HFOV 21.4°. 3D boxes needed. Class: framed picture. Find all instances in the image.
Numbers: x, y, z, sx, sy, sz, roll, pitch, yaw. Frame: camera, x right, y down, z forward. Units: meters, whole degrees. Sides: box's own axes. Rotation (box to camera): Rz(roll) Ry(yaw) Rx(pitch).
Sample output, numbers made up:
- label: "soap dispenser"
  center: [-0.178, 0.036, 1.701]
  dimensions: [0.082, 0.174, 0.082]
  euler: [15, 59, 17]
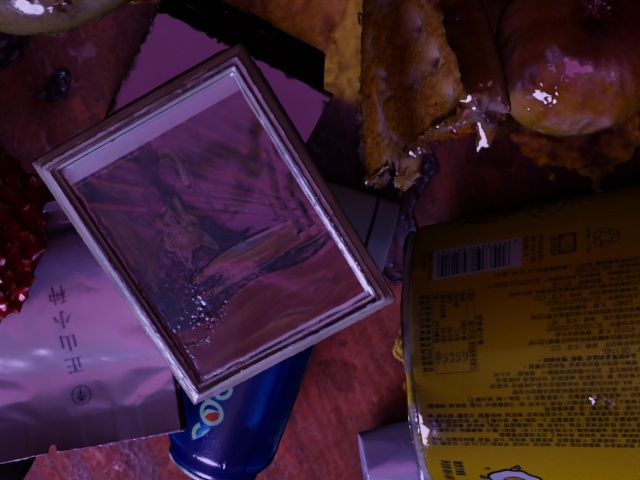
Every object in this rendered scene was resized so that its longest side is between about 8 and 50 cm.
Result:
- label: "framed picture"
  center: [-0.091, -0.007, 1.477]
  dimensions: [0.216, 0.016, 0.273]
  euler: [-29, 107, 10]

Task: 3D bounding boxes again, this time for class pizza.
- label: "pizza"
  center: [0.102, -0.138, 1.521]
  dimensions: [0.074, 0.251, 0.287]
  euler: [-7, 119, -16]

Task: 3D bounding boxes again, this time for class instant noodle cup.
- label: "instant noodle cup"
  center: [0.218, 0.101, 1.577]
  dimensions: [0.254, 0.325, 0.325]
  euler: [-5, 110, 11]

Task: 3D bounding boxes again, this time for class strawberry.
- label: "strawberry"
  center: [-0.383, -0.005, 1.573]
  dimensions: [0.234, 0.178, 0.234]
  euler: [-1, 82, 7]

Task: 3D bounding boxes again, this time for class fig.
- label: "fig"
  center: [0.210, -0.146, 1.542]
  dimensions: [0.159, 0.257, 0.159]
  euler: [7, 67, -17]

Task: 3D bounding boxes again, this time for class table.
- label: "table"
  center: [-0.098, -0.126, 1.546]
  dimensions: [0.169, 0.193, 0.172]
  euler: [26, 108, -8]

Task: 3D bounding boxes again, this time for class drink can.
- label: "drink can"
  center: [-0.077, 0.138, 1.681]
  dimensions: [0.118, 0.118, 0.205]
  euler: [18, 108, -6]

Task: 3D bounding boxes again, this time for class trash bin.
- label: "trash bin"
  center: [0.000, 0.000, 1.643]
  dimensions: [0.130, 0.059, 0.116]
  euler: [18, 75, -4]

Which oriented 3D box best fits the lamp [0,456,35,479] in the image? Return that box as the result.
- label: "lamp"
  center: [-0.420, 0.212, 1.697]
  dimensions: [0.227, 0.147, 0.172]
  euler: [34, 88, -8]

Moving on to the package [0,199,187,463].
- label: "package"
  center: [-0.245, 0.081, 1.670]
  dimensions: [0.204, 0.062, 0.251]
  euler: [-10, 84, 5]

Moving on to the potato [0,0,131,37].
- label: "potato"
  center: [-0.209, -0.300, 1.485]
  dimensions: [0.307, 0.210, 0.173]
  euler: [-30, 134, 3]

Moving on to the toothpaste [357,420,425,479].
- label: "toothpaste"
  center: [0.226, 0.201, 1.735]
  dimensions: [0.371, 0.080, 0.125]
  euler: [-8, 106, -5]
